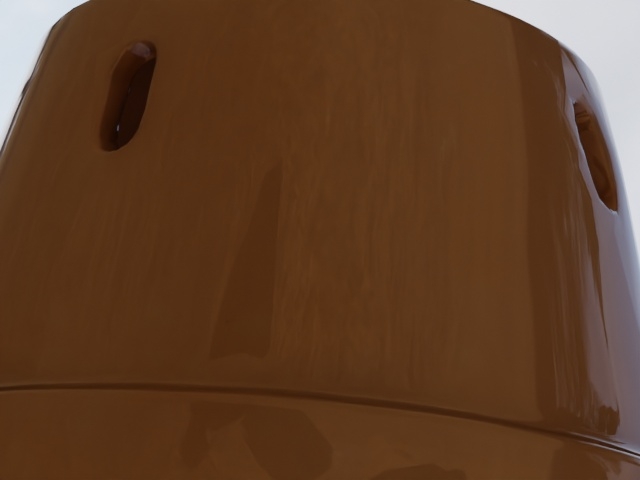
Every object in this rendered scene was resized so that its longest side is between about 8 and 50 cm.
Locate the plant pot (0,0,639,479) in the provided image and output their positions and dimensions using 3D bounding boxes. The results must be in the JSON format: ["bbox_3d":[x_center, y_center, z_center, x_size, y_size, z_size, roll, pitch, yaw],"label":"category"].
[{"bbox_3d":[-0.007,0.041,0.641,0.291,0.291,0.203,-7,-111,35],"label":"plant pot"}]
